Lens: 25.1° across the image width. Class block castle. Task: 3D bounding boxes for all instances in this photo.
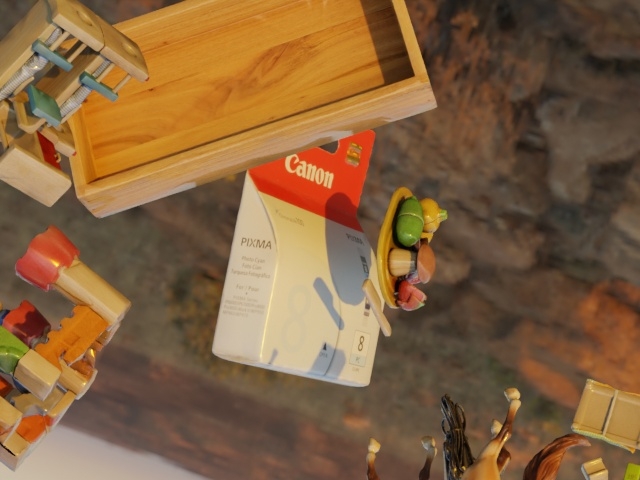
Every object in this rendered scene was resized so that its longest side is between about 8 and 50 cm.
[{"bbox_3d":[-0.485,0.207,1.931,0.213,0.453,0.303,38,143,4],"label":"block castle"}]

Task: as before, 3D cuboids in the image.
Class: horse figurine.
[{"bbox_3d":[0.120,0.238,1.344,0.263,0.174,0.066,-23,126,32],"label":"horse figurine"}]

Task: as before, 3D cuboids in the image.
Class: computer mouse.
[{"bbox_3d":[0.239,0.400,2.332,0.072,0.188,0.272,-4,126,2],"label":"computer mouse"}]

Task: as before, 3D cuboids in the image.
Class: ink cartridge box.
[{"bbox_3d":[0.000,0.000,2.022,0.091,0.384,0.308,9,174,32],"label":"ink cartridge box"}]

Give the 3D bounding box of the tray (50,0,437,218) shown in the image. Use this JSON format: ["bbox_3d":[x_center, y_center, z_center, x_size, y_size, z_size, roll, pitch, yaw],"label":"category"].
[{"bbox_3d":[-0.093,-0.186,1.644,0.411,0.202,0.076,-17,156,5],"label":"tray"}]

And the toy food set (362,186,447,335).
[{"bbox_3d":[0.127,0.023,1.902,0.071,0.217,0.128,-1,135,22],"label":"toy food set"}]

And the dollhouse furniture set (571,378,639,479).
[{"bbox_3d":[0.272,0.215,1.381,0.076,0.151,0.058,15,145,16],"label":"dollhouse furniture set"}]

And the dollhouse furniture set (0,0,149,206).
[{"bbox_3d":[-0.250,-0.134,1.434,0.129,0.129,0.183,33,-158,-39],"label":"dollhouse furniture set"}]
